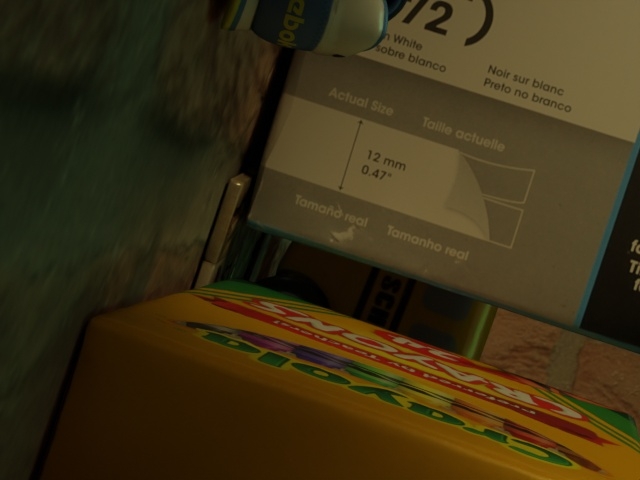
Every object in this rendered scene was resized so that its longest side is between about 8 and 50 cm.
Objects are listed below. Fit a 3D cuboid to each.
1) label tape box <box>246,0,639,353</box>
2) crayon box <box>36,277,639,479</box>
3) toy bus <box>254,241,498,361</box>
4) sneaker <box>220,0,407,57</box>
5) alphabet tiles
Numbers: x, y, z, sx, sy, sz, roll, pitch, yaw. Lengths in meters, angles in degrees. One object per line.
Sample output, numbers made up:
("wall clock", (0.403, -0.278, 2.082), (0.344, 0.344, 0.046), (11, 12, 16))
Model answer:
("label tape box", (0.136, -0.136, 0.814), (0.115, 0.249, 0.348), (-38, 146, -77))
("crayon box", (0.020, 0.088, 0.675), (0.318, 0.202, 0.081), (-17, 125, -82))
("toy bus", (-0.008, 0.127, 0.936), (0.108, 0.130, 0.333), (99, 12, -70))
("sneaker", (0.008, -0.103, 0.652), (0.144, 0.059, 0.053), (-64, 171, -59))
("alphabet tiles", (-0.069, 0.075, 0.865), (0.198, 0.009, 0.237), (-45, 154, -79))
